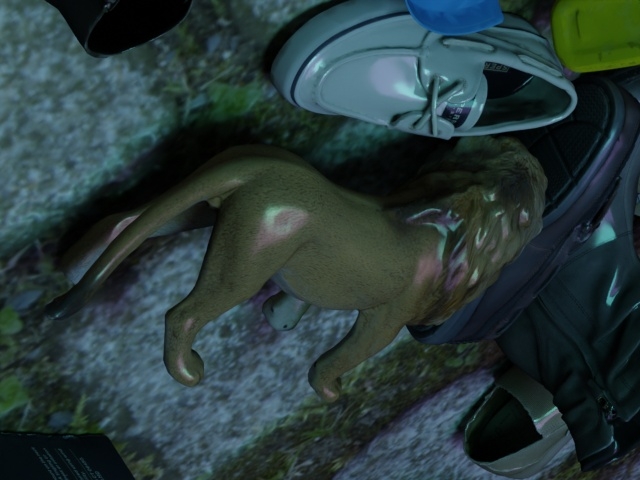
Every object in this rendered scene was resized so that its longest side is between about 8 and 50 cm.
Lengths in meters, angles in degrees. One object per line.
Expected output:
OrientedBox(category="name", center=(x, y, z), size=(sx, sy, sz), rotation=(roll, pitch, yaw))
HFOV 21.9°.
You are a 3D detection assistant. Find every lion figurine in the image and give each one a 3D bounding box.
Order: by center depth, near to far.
OrientedBox(category="lion figurine", center=(0.000, 0.000, 1.233), size=(0.240, 0.142, 0.392), rotation=(-45, 152, 26))

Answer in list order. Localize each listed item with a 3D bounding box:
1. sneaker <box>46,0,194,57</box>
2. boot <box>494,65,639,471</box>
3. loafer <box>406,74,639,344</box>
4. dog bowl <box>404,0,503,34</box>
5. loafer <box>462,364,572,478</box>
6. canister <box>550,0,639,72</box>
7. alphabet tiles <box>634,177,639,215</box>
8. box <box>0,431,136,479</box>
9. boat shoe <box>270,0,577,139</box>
OrientedBox(category="sneaker", center=(-0.076, -0.206, 0.939), size=(0.222, 0.118, 0.083), rotation=(-46, 146, 12))
OrientedBox(category="boot", center=(0.273, 0.028, 1.462), size=(0.118, 0.223, 0.338), rotation=(-13, 139, -33))
OrientedBox(category="loafer", center=(0.183, -0.020, 1.416), size=(0.095, 0.109, 0.302), rotation=(12, 131, -33))
OrientedBox(category="dog bowl", center=(0.163, -0.252, 1.155), size=(0.297, 0.074, 0.166), rotation=(-24, 144, -23))
OrientedBox(category="loafer", center=(0.238, 0.152, 1.691), size=(0.092, 0.102, 0.268), rotation=(-6, 136, -48))
OrientedBox(category="canister", center=(0.277, -0.175, 1.299), size=(0.170, 0.126, 0.073), rotation=(-13, 95, -45))
OrientedBox(category="alphabet tiles", center=(0.373, -0.025, 1.532), size=(0.009, 0.198, 0.237), rotation=(-54, 158, -39))
OrientedBox(category="box", center=(-0.327, 0.323, 1.286), size=(0.312, 0.179, 0.343), rotation=(11, 122, -48))
OrientedBox(category="boat shoe", center=(0.086, -0.116, 1.231), size=(0.267, 0.088, 0.096), rotation=(0, 132, -44))
